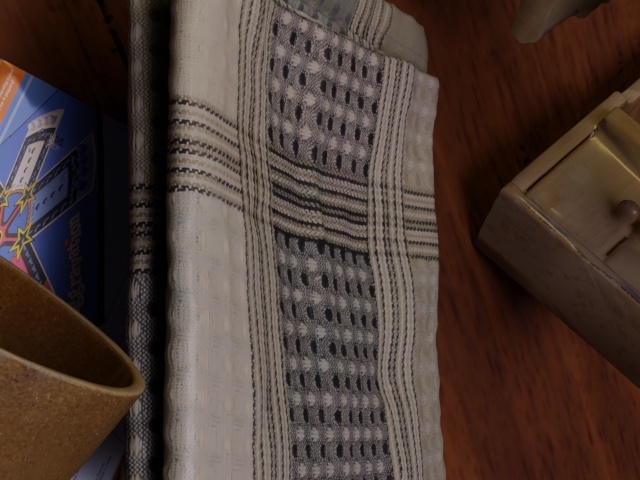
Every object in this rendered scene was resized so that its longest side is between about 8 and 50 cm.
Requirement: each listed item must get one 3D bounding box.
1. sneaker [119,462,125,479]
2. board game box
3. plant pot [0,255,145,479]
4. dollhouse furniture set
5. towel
[{"bbox_3d":[-0.053,0.149,0.926,0.111,0.103,0.252,-33,113,-34],"label":"sneaker"},{"bbox_3d":[-0.156,0.069,0.809,0.145,0.027,0.281,29,79,-23],"label":"board game box"},{"bbox_3d":[-0.236,0.101,0.658,0.237,0.237,0.254,30,93,-45],"label":"plant pot"},{"bbox_3d":[0.280,-0.120,0.992,0.256,0.362,0.394,-40,163,-31],"label":"dollhouse furniture set"},{"bbox_3d":[0.000,0.000,0.855,0.312,0.056,0.324,17,69,-61],"label":"towel"}]
